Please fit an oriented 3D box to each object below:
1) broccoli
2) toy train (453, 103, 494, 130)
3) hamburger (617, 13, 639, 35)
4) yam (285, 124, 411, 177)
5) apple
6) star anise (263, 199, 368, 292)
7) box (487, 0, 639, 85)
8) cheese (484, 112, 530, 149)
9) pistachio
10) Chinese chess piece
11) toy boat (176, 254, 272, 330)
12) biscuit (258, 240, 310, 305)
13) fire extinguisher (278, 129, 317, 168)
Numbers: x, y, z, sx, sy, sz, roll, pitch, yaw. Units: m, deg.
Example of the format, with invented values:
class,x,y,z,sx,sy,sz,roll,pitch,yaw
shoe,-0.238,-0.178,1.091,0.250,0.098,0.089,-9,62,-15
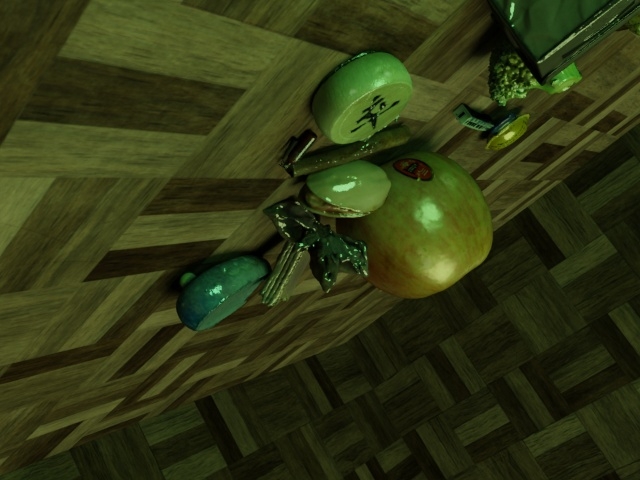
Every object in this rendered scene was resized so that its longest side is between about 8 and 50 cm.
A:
class,x,y,z,sx,sy,sz,roll,pitch,yaw
broccoli,0.450,-0.384,1.330,0.226,0.176,0.198,-8,175,-7
toy train,0.398,-0.312,1.672,0.047,0.043,0.207,-40,162,27
hamburger,0.732,-0.564,1.399,0.265,0.134,0.285,-17,153,-38
yam,0.067,-0.193,1.407,0.326,0.045,0.045,-21,-168,-32
apple,0.251,-0.033,1.686,0.391,0.347,0.391,-32,169,-7
star anise,0.004,0.003,1.535,0.111,0.257,0.198,-50,166,31
box,0.439,-0.436,1.142,0.252,0.188,0.153,-35,166,20
cheese,0.530,-0.317,1.856,0.156,0.064,0.250,-39,167,14
pistachio,0.059,-0.113,1.455,0.215,0.144,0.144,-13,157,-27
Chinese chess piece,0.076,-0.254,1.178,0.188,0.083,0.188,-28,165,-8
toy boat,-0.256,0.116,1.650,0.215,0.123,0.330,-44,172,25
biscuit,-0.077,0.057,1.688,0.239,0.061,0.108,-63,165,9
fire extinguisher,-0.051,-0.173,1.268,0.100,0.032,0.046,-47,170,25
